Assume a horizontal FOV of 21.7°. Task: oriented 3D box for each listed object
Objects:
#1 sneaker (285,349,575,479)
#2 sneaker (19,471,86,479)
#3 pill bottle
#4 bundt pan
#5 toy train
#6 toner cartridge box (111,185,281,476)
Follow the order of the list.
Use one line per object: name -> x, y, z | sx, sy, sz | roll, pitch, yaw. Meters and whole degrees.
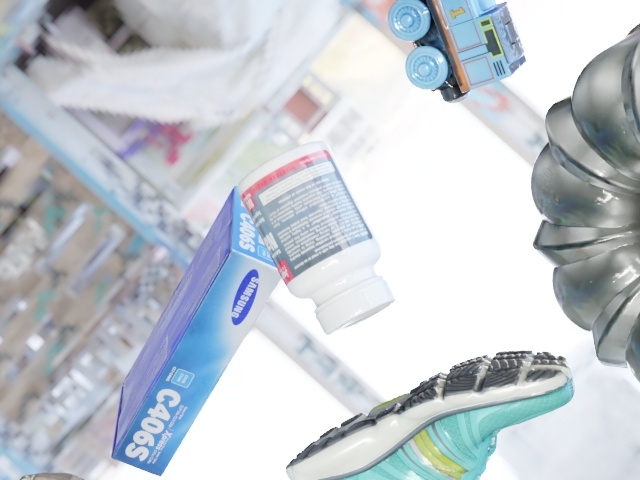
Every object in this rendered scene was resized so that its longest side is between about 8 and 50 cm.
sneaker -> 0.103, 0.176, 1.427 | 0.275, 0.110, 0.107 | -29, -177, 24
sneaker -> -0.298, 0.304, 1.823 | 0.188, 0.071, 0.066 | 108, -4, -49
pill bottle -> 0.000, 0.000, 1.703 | 0.108, 0.180, 0.108 | -27, 171, -5
bundt pan -> 0.290, -0.016, 1.251 | 0.124, 0.331, 0.331 | -20, 159, -44
toy train -> 0.118, -0.221, 1.558 | 0.105, 0.184, 0.080 | -17, -169, 25
toner cartridge box -> -0.155, 0.116, 2.112 | 0.348, 0.075, 0.165 | -59, -163, 27
